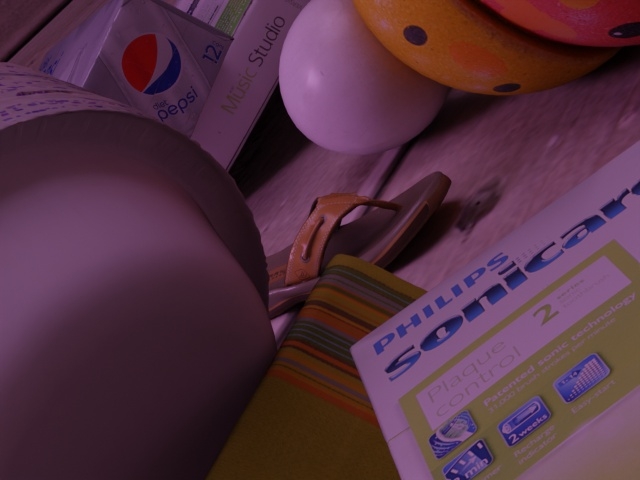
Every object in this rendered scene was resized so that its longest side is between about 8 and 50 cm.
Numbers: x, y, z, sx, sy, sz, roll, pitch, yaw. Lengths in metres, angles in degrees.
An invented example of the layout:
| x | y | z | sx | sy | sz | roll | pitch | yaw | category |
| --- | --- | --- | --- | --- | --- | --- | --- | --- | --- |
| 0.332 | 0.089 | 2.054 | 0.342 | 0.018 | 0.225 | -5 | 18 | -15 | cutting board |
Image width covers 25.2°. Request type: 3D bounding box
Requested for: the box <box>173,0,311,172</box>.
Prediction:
| x | y | z | sx | sy | sz | roll | pitch | yaw | category |
| --- | --- | --- | --- | --- | --- | --- | --- | --- | --- |
| -0.113 | -0.134 | 1.264 | 0.232 | 0.058 | 0.322 | -60 | 18 | 4 | box |

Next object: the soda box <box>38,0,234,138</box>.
| x | y | z | sx | sy | sz | roll | pitch | yaw | category |
| --- | --- | --- | --- | --- | --- | --- | --- | --- | --- |
| -0.172 | -0.116 | 1.161 | 0.286 | 0.091 | 0.098 | -7 | 58 | 67 | soda box |

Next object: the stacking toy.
| x | y | z | sx | sy | sz | roll | pitch | yaw | category |
| --- | --- | --- | --- | --- | --- | --- | --- | --- | --- |
| 0.130 | -0.200 | 0.867 | 0.480 | 0.350 | 0.350 | -46 | 8 | 44 | stacking toy |

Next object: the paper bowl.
| x | y | z | sx | sy | sz | roll | pitch | yaw | category |
| --- | --- | --- | --- | --- | --- | --- | --- | --- | --- |
| -0.128 | 0.075 | 0.616 | 0.148 | 0.284 | 0.284 | 21 | 57 | 36 | paper bowl |

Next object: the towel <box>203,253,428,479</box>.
| x | y | z | sx | sy | sz | roll | pitch | yaw | category |
| --- | --- | --- | --- | --- | --- | --- | --- | --- | --- |
| 0.008 | 0.101 | 0.580 | 0.237 | 0.102 | 0.021 | -59 | -8 | -45 | towel |

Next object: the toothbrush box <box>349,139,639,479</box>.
| x | y | z | sx | sy | sz | roll | pitch | yaw | category |
| --- | --- | --- | --- | --- | --- | --- | --- | --- | --- |
| 0.142 | 0.063 | 0.380 | 0.206 | 0.122 | 0.283 | -36 | 18 | 5 | toothbrush box |

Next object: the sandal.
| x | y | z | sx | sy | sz | roll | pitch | yaw | category |
| --- | --- | --- | --- | --- | --- | --- | --- | --- | --- |
| 0.000 | 0.000 | 0.883 | 0.180 | 0.049 | 0.072 | -24 | 23 | 35 | sandal |
